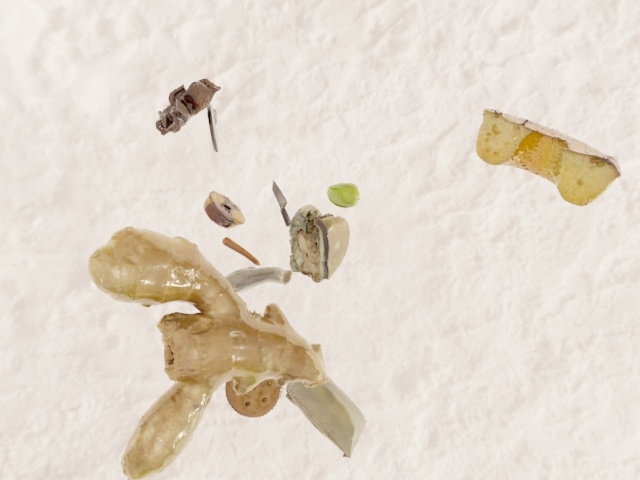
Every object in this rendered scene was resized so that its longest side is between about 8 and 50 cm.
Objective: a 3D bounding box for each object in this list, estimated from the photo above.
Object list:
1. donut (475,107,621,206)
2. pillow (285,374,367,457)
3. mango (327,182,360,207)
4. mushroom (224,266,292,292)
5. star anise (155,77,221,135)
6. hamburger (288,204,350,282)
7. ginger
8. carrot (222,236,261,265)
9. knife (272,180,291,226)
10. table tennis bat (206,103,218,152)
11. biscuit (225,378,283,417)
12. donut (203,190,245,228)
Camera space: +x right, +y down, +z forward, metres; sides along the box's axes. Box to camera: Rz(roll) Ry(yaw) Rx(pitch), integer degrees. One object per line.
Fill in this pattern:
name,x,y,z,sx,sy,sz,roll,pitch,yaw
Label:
donut,0.424,-0.157,0.835,0.259,0.152,0.101,38,124,35
pillow,0.013,0.357,0.988,0.208,0.119,0.053,47,129,0
mango,0.063,-0.130,1.293,0.108,0.056,0.074,19,116,37
mushroom,-0.239,0.145,1.736,0.277,0.099,0.097,-9,108,-22
star anise,-0.392,-0.397,1.317,0.220,0.214,0.099,-39,119,5
hamburger,0.000,0.000,1.492,0.167,0.192,0.288,19,130,22
ginger,-0.163,0.142,0.728,0.347,0.122,0.364,-12,91,-37
carrot,-0.318,0.046,1.860,0.190,0.037,0.037,34,88,-9
knife,-0.160,-0.160,1.891,0.028,0.060,0.231,-2,56,-38
table tennis bat,-0.346,-0.374,1.463,0.027,0.236,0.150,-8,123,-7
biscuit,-0.249,0.545,1.701,0.220,0.066,0.221,1,70,-3
donut,-0.394,-0.116,1.836,0.073,0.184,0.166,-38,66,16
